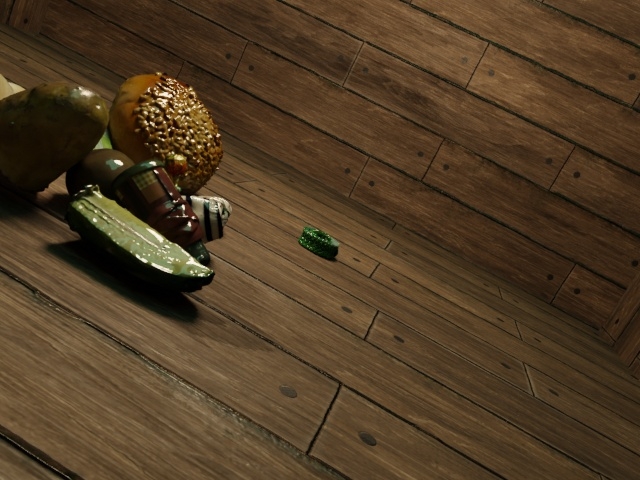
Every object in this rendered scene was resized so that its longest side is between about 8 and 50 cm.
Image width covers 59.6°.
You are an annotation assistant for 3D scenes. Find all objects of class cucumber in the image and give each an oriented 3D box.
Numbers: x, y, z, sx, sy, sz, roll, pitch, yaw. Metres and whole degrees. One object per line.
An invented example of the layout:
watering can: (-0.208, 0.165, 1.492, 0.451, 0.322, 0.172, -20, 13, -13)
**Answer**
cucumber: (-0.377, 0.026, 1.163, 0.325, 0.145, 0.105, 32, 51, 7)

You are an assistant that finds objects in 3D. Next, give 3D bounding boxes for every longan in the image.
longan: (-0.534, -0.147, 1.372, 0.187, 0.167, 0.167, 32, 15, 28)

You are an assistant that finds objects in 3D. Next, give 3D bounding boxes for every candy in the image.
candy: (-0.414, -0.149, 1.589, 0.060, 0.201, 0.060, -1, -8, 0)

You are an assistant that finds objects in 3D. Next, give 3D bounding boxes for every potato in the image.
potato: (-0.599, -0.257, 1.246, 0.229, 0.266, 0.229, 54, 14, -20)

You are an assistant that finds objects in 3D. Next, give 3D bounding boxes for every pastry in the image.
pastry: (-0.472, -0.335, 1.760, 0.245, 0.409, 0.409, -14, -6, 28)

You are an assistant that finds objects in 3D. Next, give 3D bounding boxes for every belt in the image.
belt: (0.000, 0.000, 1.993, 0.151, 0.079, 0.121, 32, 15, 19)

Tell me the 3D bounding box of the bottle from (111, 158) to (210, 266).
bottle: (-0.358, -0.040, 1.277, 0.271, 0.143, 0.156, 58, -27, -1)

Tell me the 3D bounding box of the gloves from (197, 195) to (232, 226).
gloves: (-0.332, -0.080, 1.635, 0.127, 0.111, 0.212, 31, 6, -4)

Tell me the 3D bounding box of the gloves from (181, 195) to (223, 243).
gloves: (-0.364, -0.042, 1.405, 0.219, 0.131, 0.140, -11, -18, -15)

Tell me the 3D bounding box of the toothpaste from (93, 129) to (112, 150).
toothpaste: (-0.662, -0.301, 1.629, 0.067, 0.081, 0.336, 6, 46, -42)

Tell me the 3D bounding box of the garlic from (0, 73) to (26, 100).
garlic: (-0.845, -0.323, 1.418, 0.313, 0.249, 0.286, 27, -28, 34)
